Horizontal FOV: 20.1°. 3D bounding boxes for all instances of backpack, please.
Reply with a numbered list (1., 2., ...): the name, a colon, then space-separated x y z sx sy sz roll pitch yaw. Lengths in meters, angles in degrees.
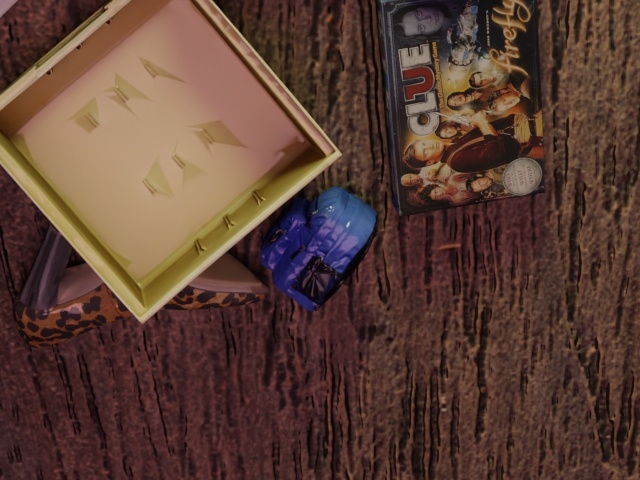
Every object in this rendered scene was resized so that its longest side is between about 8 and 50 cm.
1. backpack: 0.000 0.000 1.945 0.101 0.098 0.120 36 110 -14

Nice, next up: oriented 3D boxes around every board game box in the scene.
1. board game box: 0.148 -0.154 1.894 0.165 0.042 0.243 -10 117 -6

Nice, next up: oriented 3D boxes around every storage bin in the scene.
1. storage bin: -0.168 -0.107 1.824 0.262 0.123 0.260 -40 102 0

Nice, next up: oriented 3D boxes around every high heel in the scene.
1. high heel: -0.202 0.069 1.992 0.261 0.093 0.186 15 130 -16

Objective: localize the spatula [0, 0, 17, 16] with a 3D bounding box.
1. spatula: -0.431 -0.225 1.865 0.242 0.019 0.168 -41 105 16
